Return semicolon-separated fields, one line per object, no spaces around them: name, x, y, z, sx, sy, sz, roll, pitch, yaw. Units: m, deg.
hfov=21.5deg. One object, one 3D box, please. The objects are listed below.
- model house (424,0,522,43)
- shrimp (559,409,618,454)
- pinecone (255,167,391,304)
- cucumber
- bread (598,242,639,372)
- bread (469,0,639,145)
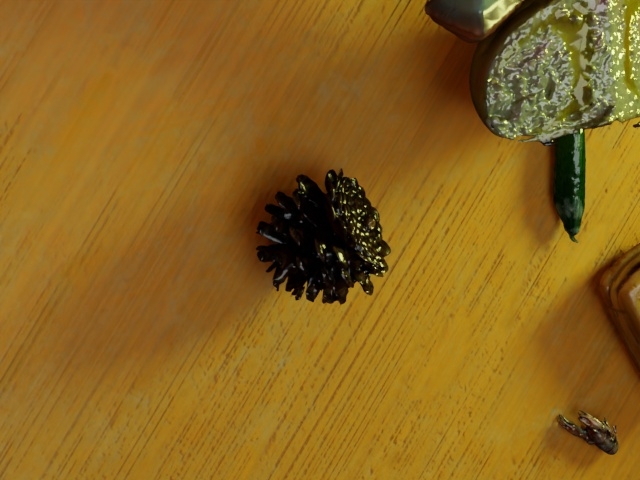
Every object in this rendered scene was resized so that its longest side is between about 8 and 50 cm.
model house;0.126;-0.365;1.579;0.295;0.251;0.329;-45;146;-37
shrimp;0.312;0.215;1.909;0.092;0.038;0.029;26;47;-31
pinecone;0.000;-0.001;1.638;0.120;0.140;0.140;-23;117;13
cucumber;0.269;-0.070;1.812;0.037;0.037;0.155;-10;107;-26
bread;0.397;0.091;1.900;0.116;0.077;0.200;-41;120;-15
bread;0.238;-0.184;1.695;0.260;0.156;0.158;-19;106;-53
